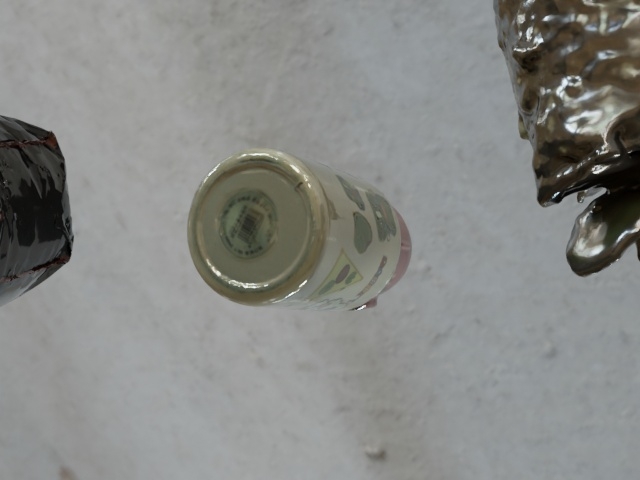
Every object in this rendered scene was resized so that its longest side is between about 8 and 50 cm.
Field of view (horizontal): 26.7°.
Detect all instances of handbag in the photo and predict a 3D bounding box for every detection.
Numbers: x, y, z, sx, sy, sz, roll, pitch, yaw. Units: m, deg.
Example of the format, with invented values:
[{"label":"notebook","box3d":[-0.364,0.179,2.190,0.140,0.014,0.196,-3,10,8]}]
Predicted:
[{"label":"handbag","box3d":[-0.280,-0.007,0.828,0.215,0.169,0.155,-6,102,11]}]

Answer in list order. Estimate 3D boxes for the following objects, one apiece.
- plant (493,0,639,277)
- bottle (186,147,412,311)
[{"label":"plant","box3d":[0.257,-0.103,1.090,0.188,0.199,0.276,43,-152,-68]},{"label":"bottle","box3d":[0.000,0.000,1.083,0.120,0.120,0.253,36,-171,23]}]
